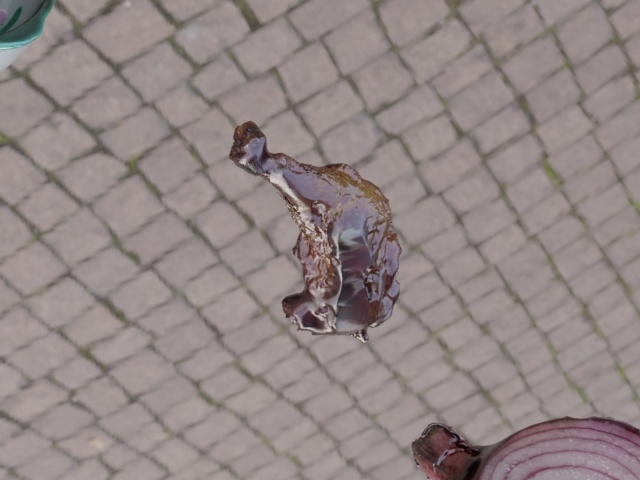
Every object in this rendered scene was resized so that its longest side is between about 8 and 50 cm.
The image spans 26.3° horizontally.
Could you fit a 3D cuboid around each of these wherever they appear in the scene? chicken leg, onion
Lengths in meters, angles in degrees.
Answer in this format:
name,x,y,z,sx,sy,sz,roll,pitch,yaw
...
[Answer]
name,x,y,z,sx,sy,sz,roll,pitch,yaw
chicken leg,0.006,-0.001,0.884,0.089,0.048,0.219,-25,139,-7
onion,0.162,0.216,1.055,0.195,0.218,0.140,-50,148,-34

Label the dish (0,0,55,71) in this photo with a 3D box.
name,x,y,z,sx,sy,sz,roll,pitch,yaw
dish,-0.300,-0.162,0.970,0.224,0.246,0.078,-44,155,-45
